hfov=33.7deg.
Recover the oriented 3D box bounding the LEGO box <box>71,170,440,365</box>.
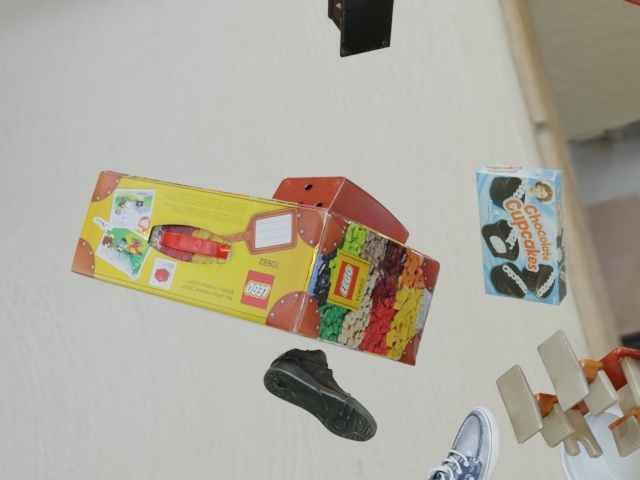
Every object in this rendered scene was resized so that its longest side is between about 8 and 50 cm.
[{"bbox_3d":[-0.107,0.046,1.810,0.372,0.500,0.193,22,81,-53],"label":"LEGO box"}]

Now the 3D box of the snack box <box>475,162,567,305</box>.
[{"bbox_3d":[0.460,-0.014,2.407,0.060,0.187,0.322,-41,131,-47],"label":"snack box"}]

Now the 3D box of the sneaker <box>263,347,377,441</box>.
[{"bbox_3d":[0.014,0.272,1.936,0.227,0.087,0.130,30,30,1],"label":"sneaker"}]

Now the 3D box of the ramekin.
[{"bbox_3d":[0.584,0.417,2.058,0.109,0.207,0.207,-11,84,-45],"label":"ramekin"}]

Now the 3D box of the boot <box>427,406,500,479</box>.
[{"bbox_3d":[0.194,0.328,1.496,0.086,0.069,0.190,9,91,-36],"label":"boot"}]

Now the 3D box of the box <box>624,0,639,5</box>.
[{"bbox_3d":[0.543,-0.500,1.829,0.257,0.128,0.123,6,52,-34],"label":"box"}]

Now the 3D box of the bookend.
[{"bbox_3d":[0.032,-0.348,1.357,0.156,0.072,0.157,92,-23,-46],"label":"bookend"}]

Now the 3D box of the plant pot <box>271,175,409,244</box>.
[{"bbox_3d":[0.000,0.000,2.386,0.236,0.267,0.267,56,49,-38],"label":"plant pot"}]

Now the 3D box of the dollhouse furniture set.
[{"bbox_3d":[0.381,0.151,1.308,0.262,0.259,0.135,14,43,-36],"label":"dollhouse furniture set"}]
